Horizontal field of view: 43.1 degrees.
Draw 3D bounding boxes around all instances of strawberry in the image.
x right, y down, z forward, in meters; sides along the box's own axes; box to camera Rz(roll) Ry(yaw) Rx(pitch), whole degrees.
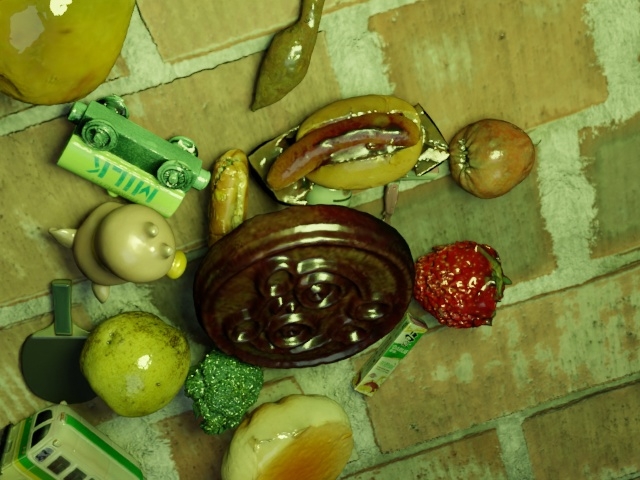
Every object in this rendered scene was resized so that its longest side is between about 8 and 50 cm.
[{"bbox_3d":[0.258,0.085,1.550,0.201,0.187,0.184,3,145,20],"label":"strawberry"}]

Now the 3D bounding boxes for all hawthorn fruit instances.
[{"bbox_3d":[0.321,-0.143,1.433,0.189,0.149,0.149,3,120,-6],"label":"hawthorn fruit"}]

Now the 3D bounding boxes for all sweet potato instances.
[{"bbox_3d":[-0.042,-0.316,1.312,0.074,0.075,0.270,20,111,-20],"label":"sweet potato"}]

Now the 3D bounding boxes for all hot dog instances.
[{"bbox_3d":[0.050,-0.147,1.354,0.326,0.107,0.194,-27,82,-3],"label":"hot dog"},{"bbox_3d":[-0.164,-0.030,1.436,0.072,0.115,0.269,0,118,-13],"label":"hot dog"}]

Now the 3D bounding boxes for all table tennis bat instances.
[{"bbox_3d":[-0.498,0.204,1.572,0.173,0.022,0.301,1,121,-10],"label":"table tennis bat"}]

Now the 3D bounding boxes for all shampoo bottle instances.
[{"bbox_3d":[0.000,0.000,1.498,0.085,0.085,0.263,3,120,-11],"label":"shampoo bottle"}]

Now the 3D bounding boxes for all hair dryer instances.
[{"bbox_3d":[0.143,-0.094,1.497,0.106,0.054,0.154,8,129,-19],"label":"hair dryer"}]

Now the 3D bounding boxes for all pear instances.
[{"bbox_3d":[-0.339,0.224,1.515,0.197,0.197,0.197,-4,121,-7],"label":"pear"}]

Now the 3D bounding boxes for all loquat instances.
[{"bbox_3d":[-0.393,-0.337,1.138,0.284,0.276,0.276,-41,118,11],"label":"loquat"}]

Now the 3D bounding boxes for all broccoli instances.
[{"bbox_3d":[-0.192,0.286,1.600,0.156,0.195,0.195,-7,130,38],"label":"broccoli"}]

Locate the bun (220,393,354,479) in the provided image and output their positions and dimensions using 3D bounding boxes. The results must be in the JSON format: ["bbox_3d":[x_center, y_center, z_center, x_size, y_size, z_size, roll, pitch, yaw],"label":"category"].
[{"bbox_3d":[-0.084,0.425,1.683,0.298,0.165,0.299,-25,136,-26],"label":"bun"}]

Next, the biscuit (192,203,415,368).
[{"bbox_3d":[-0.024,0.103,1.447,0.407,0.091,0.407,-8,138,-7],"label":"biscuit"}]

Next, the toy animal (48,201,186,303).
[{"bbox_3d":[-0.328,0.011,1.378,0.248,0.149,0.165,-13,105,45],"label":"toy animal"}]

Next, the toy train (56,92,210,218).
[{"bbox_3d":[-0.319,-0.130,1.366,0.253,0.105,0.157,27,126,-21],"label":"toy train"}]

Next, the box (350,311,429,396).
[{"bbox_3d":[0.143,0.239,1.689,0.049,0.041,0.207,27,113,-23],"label":"box"}]

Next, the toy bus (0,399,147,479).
[{"bbox_3d":[-0.495,0.478,1.663,0.179,0.143,0.305,-34,120,10],"label":"toy bus"}]
